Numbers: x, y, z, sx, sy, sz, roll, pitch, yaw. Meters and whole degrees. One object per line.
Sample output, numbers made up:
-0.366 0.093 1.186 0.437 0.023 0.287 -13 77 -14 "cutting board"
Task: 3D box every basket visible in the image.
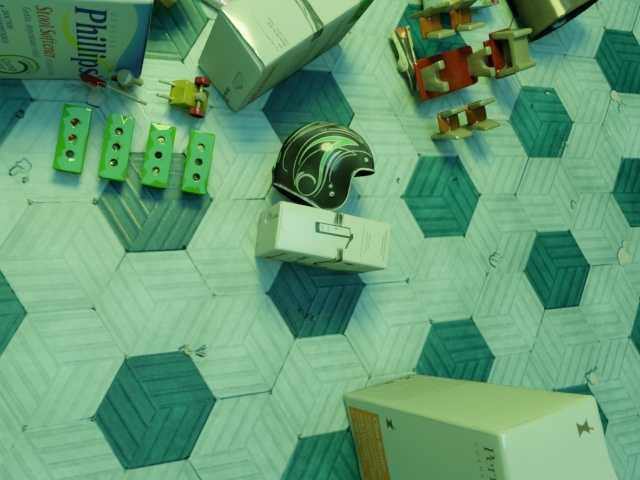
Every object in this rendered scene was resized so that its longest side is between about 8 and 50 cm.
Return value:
0.511 -0.608 1.309 0.204 0.154 0.226 -30 89 -24 "basket"

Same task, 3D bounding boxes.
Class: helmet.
0.008 -0.135 1.023 0.169 0.169 0.161 31 86 -14 "helmet"

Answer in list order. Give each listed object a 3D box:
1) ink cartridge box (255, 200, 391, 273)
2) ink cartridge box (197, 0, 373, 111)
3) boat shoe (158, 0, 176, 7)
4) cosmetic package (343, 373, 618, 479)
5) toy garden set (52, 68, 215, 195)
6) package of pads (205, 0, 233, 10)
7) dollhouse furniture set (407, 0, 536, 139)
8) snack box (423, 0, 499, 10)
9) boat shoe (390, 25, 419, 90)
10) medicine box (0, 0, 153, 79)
0.000 0.000 1.003 0.203 0.148 0.085 10 80 -19 "ink cartridge box"
-0.058 -0.380 1.008 0.289 0.211 0.121 -41 98 -22 "ink cartridge box"
-0.311 -0.568 0.957 0.123 0.123 0.342 -33 85 9 "boat shoe"
0.212 0.346 0.863 0.162 0.453 0.230 -9 84 -23 "cosmetic package"
-0.305 -0.195 0.965 0.244 0.049 0.203 9 86 -18 "toy garden set"
-0.198 -0.469 1.066 0.083 0.032 0.050 30 70 -15 "package of pads"
0.310 -0.368 1.194 0.259 0.135 0.262 -21 107 -20 "dollhouse furniture set"
0.298 -0.608 1.226 0.175 0.070 0.207 -17 106 -28 "snack box"
0.182 -0.381 1.196 0.043 0.049 0.137 -12 97 15 "boat shoe"
-0.413 -0.359 0.837 0.289 0.263 0.149 -6 84 -22 "medicine box"
